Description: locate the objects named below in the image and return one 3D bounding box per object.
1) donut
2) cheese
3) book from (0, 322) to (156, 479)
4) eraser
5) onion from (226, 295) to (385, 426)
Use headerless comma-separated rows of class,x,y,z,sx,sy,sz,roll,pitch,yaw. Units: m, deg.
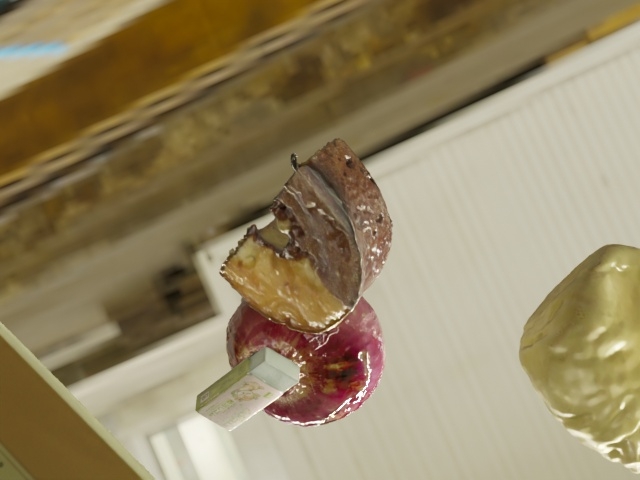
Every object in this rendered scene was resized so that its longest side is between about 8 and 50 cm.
donut,-0.001,0.001,1.861,0.085,0.141,0.217,-40,177,-38
cheese,0.306,0.120,1.944,0.117,0.214,0.226,-40,-169,49
book,-0.302,0.233,1.722,0.269,0.389,0.032,-50,157,9
eraser,-0.056,0.114,1.501,0.083,0.038,0.019,-38,-149,35
onion,-0.015,0.114,2.116,0.153,0.177,0.177,-53,-170,-29
